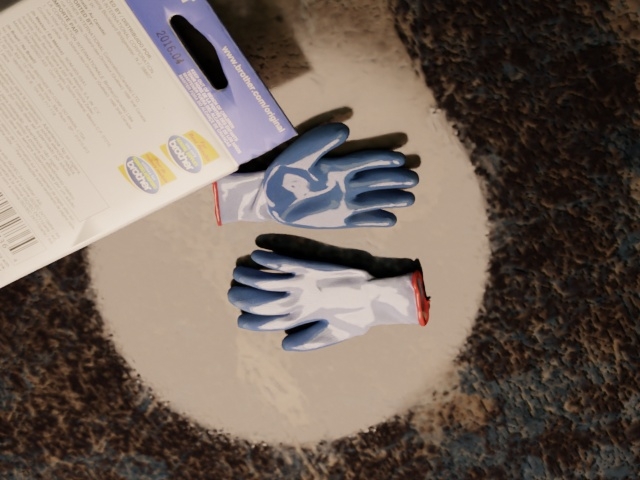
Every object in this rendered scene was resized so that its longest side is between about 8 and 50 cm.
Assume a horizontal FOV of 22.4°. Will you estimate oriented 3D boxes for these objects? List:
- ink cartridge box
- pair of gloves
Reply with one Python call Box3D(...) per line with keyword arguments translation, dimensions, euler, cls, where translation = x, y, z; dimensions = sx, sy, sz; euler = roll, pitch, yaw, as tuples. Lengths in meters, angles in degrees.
Box3D(translation=(-0.189, -0.091, 1.166), dimensions=(0.311, 0.065, 0.185), euler=(-24, 115, 23), cls="ink cartridge box")
Box3D(translation=(0.000, 0.000, 1.222), dimensions=(0.159, 0.023, 0.198), euler=(-4, 122, 7), cls="pair of gloves")
